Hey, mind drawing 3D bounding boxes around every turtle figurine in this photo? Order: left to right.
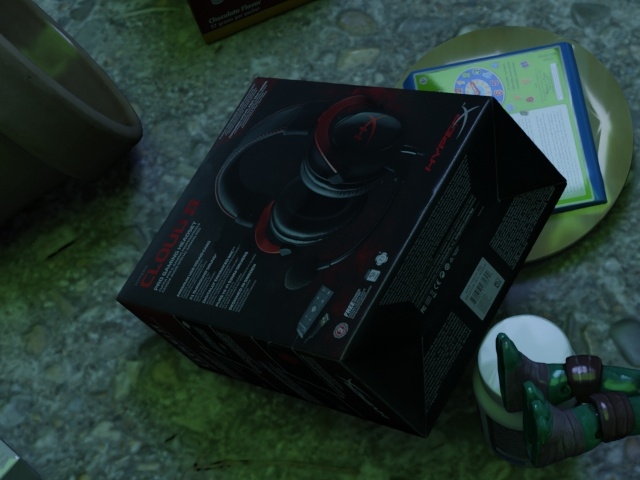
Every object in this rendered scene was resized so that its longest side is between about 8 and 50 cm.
[{"bbox_3d":[0.237,0.084,1.036,0.234,0.175,0.118,-10,95,-5],"label":"turtle figurine"}]

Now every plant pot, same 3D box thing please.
[{"bbox_3d":[-0.309,-0.092,1.292,0.229,0.263,0.263,-47,66,8],"label":"plant pot"}]

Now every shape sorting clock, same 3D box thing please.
[{"bbox_3d":[0.146,-0.077,1.302,0.206,0.040,0.206,-3,70,7],"label":"shape sorting clock"}]

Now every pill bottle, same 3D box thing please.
[{"bbox_3d":[0.149,0.107,1.165,0.078,0.137,0.078,-3,66,7],"label":"pill bottle"}]

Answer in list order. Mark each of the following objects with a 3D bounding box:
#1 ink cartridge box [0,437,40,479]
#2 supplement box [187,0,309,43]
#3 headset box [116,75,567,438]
[{"bbox_3d":[-0.319,0.159,1.258,0.181,0.061,0.104,37,76,22],"label":"ink cartridge box"},{"bbox_3d":[-0.089,-0.310,1.360,0.129,0.191,0.194,-23,64,-2],"label":"supplement box"},{"bbox_3d":[0.000,0.000,1.196,0.293,0.110,0.218,12,65,49],"label":"headset box"}]
